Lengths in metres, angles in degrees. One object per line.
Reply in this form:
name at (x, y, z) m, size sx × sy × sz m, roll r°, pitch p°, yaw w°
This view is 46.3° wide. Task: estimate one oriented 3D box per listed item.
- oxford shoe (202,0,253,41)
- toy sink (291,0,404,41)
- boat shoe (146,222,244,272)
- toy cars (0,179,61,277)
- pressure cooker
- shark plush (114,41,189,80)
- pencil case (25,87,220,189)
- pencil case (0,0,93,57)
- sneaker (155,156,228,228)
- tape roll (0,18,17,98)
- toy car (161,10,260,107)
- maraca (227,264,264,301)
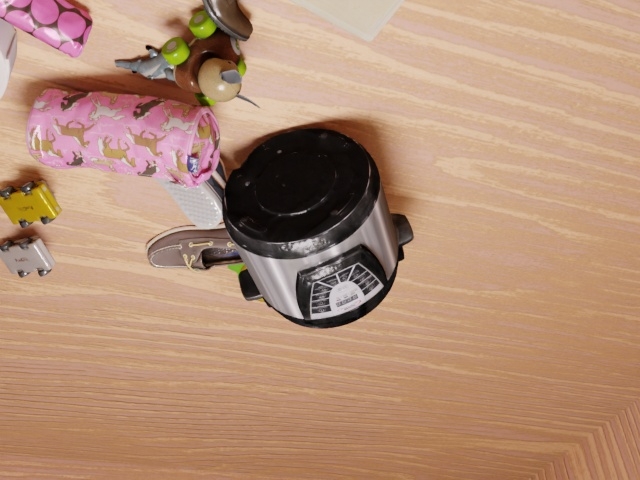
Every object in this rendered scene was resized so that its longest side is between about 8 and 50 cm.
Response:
oxford shoe at (-0.180, -0.467, 1.394) m, size 0.096 × 0.083 × 0.227 m, roll -24°, pitch 138°, yaw 15°
toy sink at (0.026, -0.491, 1.332) m, size 0.234 × 0.153 × 0.131 m, roll 21°, pitch 134°, yaw -26°
boat shoe at (-0.304, 0.027, 1.957) m, size 0.324 × 0.097 × 0.117 m, roll -9°, pitch 140°, yaw 5°
toy cars at (-0.705, -0.033, 1.843) m, size 0.176 × 0.087 × 0.394 m, roll 36°, pitch 137°, yaw 7°
pressure cooker at (0.000, -0.005, 1.753) m, size 0.369 × 0.376 × 0.421 m, roll 16°, pitch 149°, yaw 27°
shark plush at (-0.339, -0.371, 1.536) m, size 0.161 × 0.073 × 0.067 m, roll 5°, pitch 123°, yaw 20°
pencil case at (-0.407, -0.213, 1.546) m, size 0.385 × 0.167 × 0.160 m, roll 9°, pitch 152°, yaw 10°
pencil case at (-0.529, -0.433, 1.393) m, size 0.209 × 0.098 × 0.095 m, roll 29°, pitch 173°, yaw -36°
sneaker at (-0.316, -0.184, 1.698) m, size 0.126 × 0.127 × 0.321 m, roll -21°, pitch 113°, yaw 25°
tape roll at (-0.735, -0.371, 1.429) m, size 0.285 × 0.100 × 0.286 m, roll -3°, pitch 140°, yaw -3°
toy car at (-0.187, -0.327, 1.450) m, size 0.149 × 0.188 × 0.155 m, roll -47°, pitch 142°, yaw -7°
maraca at (-0.173, 0.094, 2.058) m, size 0.127 × 0.099 × 0.186 m, roll -34°, pitch 108°, yaw 17°
